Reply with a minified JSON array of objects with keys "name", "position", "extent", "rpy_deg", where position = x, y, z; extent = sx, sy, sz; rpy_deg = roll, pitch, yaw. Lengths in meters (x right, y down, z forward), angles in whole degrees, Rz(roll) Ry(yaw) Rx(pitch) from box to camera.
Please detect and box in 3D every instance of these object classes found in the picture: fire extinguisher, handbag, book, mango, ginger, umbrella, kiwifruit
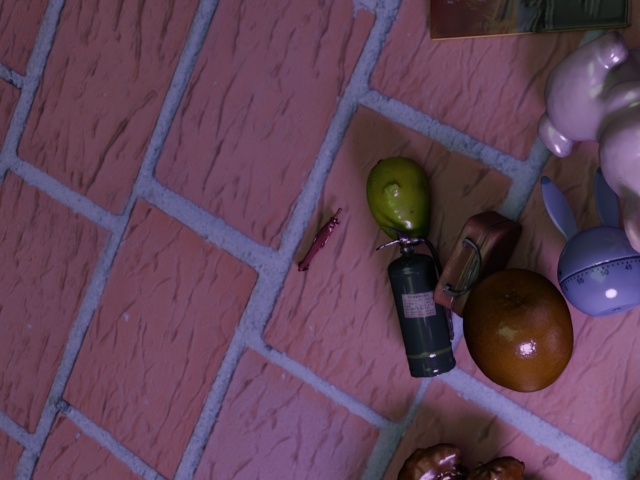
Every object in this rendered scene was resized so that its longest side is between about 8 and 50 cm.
[{"name":"fire extinguisher","position":[0.183,0.104,2.015],"extent":[0.118,0.093,0.294],"rpy_deg":[-13,97,-5]},{"name":"handbag","position":[0.283,0.043,1.946],"extent":[0.072,0.151,0.193],"rpy_deg":[32,106,26]},{"name":"book","position":[0.373,-0.504,1.939],"extent":[0.374,0.028,0.262],"rpy_deg":[2,95,29]},{"name":"mango","position":[0.152,-0.073,2.043],"extent":[0.119,0.100,0.178],"rpy_deg":[-16,96,25]},{"name":"ginger","position":[0.279,0.521,1.979],"extent":[0.358,0.152,0.274],"rpy_deg":[8,85,29]},{"name":"umbrella","position":[0.000,0.000,2.172],"extent":[0.027,0.025,0.165],"rpy_deg":[36,113,3]},{"name":"kiwifruit","position":[0.347,0.162,1.878],"extent":[0.196,0.234,0.195],"rpy_deg":[-9,56,14]}]

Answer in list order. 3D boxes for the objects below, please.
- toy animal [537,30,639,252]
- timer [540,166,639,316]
[{"name":"toy animal","position":[0.509,-0.146,1.770],"extent":[0.241,0.196,0.367],"rpy_deg":[-47,58,39]},{"name":"timer","position":[0.470,0.018,1.861],"extent":[0.175,0.175,0.255],"rpy_deg":[-43,46,24]}]
